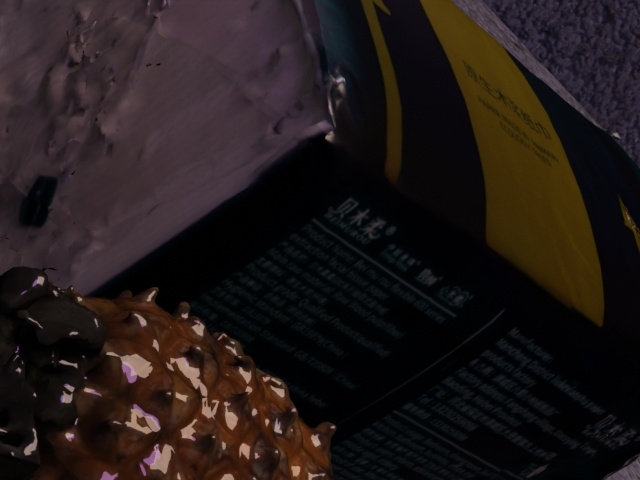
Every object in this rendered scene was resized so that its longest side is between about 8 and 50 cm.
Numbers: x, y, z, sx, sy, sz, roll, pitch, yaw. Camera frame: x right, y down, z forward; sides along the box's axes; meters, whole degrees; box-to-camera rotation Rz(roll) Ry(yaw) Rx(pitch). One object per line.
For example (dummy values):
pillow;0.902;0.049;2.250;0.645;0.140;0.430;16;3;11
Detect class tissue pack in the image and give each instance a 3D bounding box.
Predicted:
tissue pack;0.000;0.000;0.960;0.416;0.264;0.253;30;34;-48

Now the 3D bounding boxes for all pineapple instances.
pineapple;-0.144;0.056;0.652;0.364;0.165;0.165;36;24;-42
